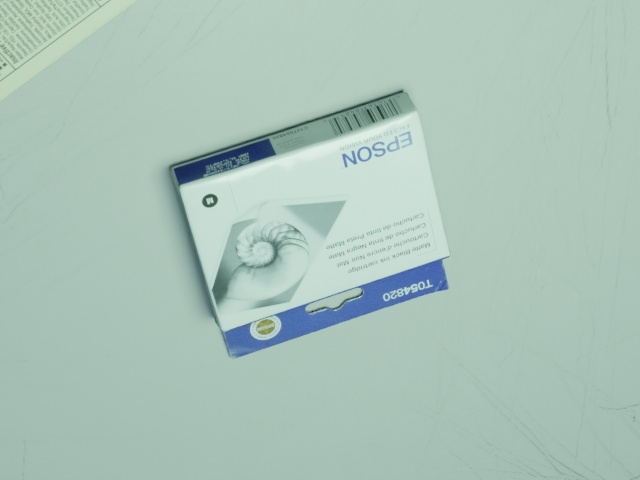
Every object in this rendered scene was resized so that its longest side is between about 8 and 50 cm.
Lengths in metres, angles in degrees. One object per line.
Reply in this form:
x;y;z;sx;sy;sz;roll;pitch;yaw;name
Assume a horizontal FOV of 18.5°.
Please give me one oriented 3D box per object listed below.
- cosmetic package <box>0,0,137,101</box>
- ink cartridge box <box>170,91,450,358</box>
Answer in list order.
-0.309;-0.173;1.510;0.309;0.113;0.160;-34;125;7;cosmetic package
0.000;0.000;1.752;0.223;0.045;0.224;-19;125;-4;ink cartridge box
